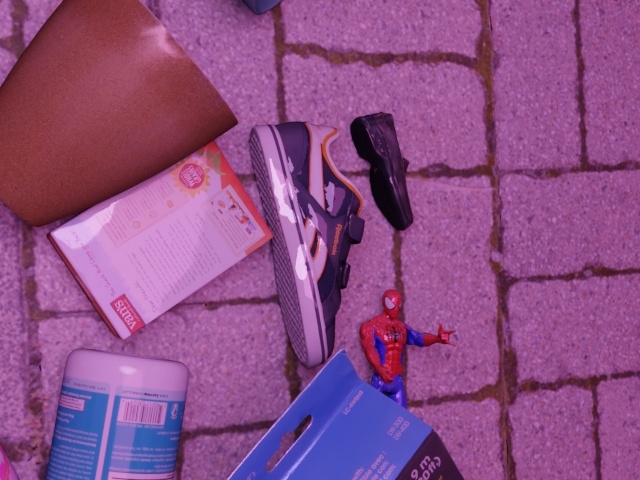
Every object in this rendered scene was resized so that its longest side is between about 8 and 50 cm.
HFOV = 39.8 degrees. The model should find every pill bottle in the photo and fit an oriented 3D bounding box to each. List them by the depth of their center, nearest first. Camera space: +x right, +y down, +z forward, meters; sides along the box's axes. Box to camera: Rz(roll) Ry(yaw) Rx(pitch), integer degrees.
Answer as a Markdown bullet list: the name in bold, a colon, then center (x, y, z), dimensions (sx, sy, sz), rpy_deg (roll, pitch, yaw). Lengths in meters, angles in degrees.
- **pill bottle**: center (-0.243, 0.264, 1.030), dimensions (0.146, 0.146, 0.264), rpy_deg (12, 82, -22)

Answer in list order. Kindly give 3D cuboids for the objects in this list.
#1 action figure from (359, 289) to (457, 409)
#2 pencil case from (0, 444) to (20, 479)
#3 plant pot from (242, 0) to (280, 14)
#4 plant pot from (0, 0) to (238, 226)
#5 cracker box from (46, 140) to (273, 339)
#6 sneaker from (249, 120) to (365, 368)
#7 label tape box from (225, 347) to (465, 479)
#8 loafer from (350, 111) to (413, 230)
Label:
- **action figure**: center (0.107, 0.206, 1.195), dimensions (0.091, 0.139, 0.280), rpy_deg (3, 86, -24)
- **pencil case**: center (-0.411, 0.243, 0.981), dimensions (0.124, 0.124, 0.284), rpy_deg (-23, 98, -21)
- **plant pot**: center (-0.077, -0.460, 1.054), dimensions (0.235, 0.293, 0.293), rpy_deg (39, 75, -2)
- **plant pot**: center (-0.267, -0.142, 1.011), dimensions (0.254, 0.237, 0.237), rpy_deg (-41, 105, -2)
- **cracker box**: center (-0.198, -0.006, 1.103), dimensions (0.232, 0.067, 0.155), rpy_deg (-35, 101, -20)
- **sneaker**: center (0.000, 0.000, 1.154), dimensions (0.127, 0.126, 0.321), rpy_deg (-11, 92, -17)
- **label tape box**: center (0.051, 0.338, 1.067), dimensions (0.249, 0.115, 0.347), rpy_deg (-47, 130, -22)
- **loafer**: center (0.101, -0.099, 1.234), dimensions (0.061, 0.062, 0.170), rpy_deg (-23, 99, -26)
